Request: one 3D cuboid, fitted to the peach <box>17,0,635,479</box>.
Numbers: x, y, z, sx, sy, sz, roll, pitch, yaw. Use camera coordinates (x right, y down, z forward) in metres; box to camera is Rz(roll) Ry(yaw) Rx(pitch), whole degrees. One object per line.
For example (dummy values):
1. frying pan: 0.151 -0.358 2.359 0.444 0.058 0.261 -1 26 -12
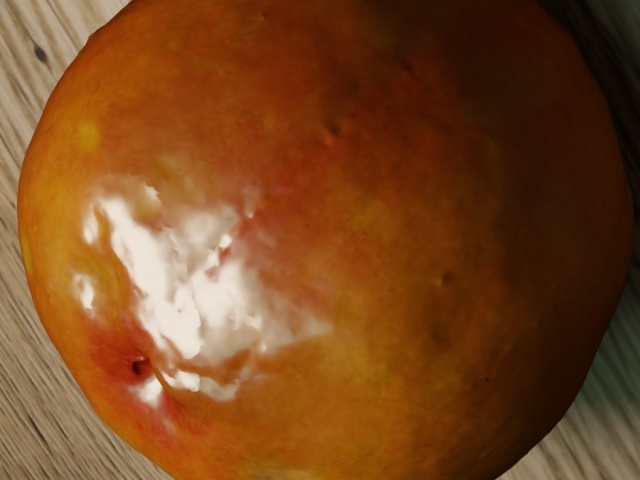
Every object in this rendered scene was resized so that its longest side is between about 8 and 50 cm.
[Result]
1. peach: 0.000 0.000 1.099 0.343 0.302 0.342 21 127 30
